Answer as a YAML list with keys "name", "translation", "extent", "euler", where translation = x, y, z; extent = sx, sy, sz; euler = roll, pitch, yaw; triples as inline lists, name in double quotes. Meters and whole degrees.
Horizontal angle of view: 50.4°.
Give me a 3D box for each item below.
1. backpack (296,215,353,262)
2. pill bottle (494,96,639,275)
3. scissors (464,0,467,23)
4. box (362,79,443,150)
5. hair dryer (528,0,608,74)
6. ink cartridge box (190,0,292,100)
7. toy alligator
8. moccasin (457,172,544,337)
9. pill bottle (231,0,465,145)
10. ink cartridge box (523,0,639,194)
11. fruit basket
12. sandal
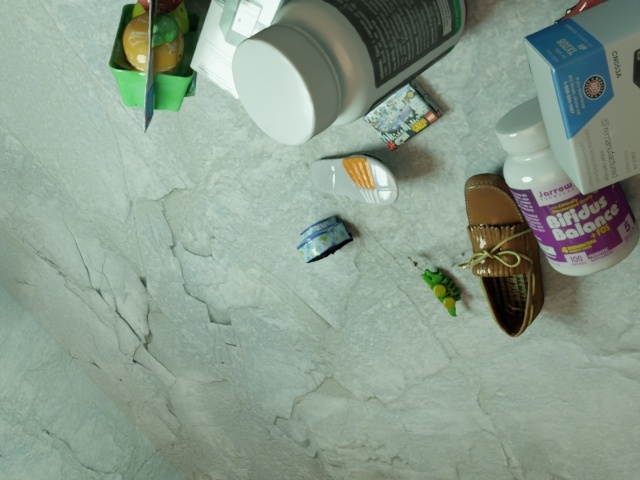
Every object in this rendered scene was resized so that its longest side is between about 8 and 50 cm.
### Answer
- name: "backpack"
  translation: [0.000, 0.000, 1.599]
  extent: [0.105, 0.114, 0.084]
  euler: [-37, 84, 48]
- name: "pill bottle"
  translation: [0.427, -0.098, 1.196]
  extent: [0.169, 0.169, 0.301]
  euler: [-15, 119, 41]
- name: "scissors"
  translation: [0.176, -0.481, 1.122]
  extent: [0.109, 0.021, 0.297]
  euler: [7, 130, 31]
- name: "box"
  translation: [0.160, -0.246, 1.337]
  extent: [0.094, 0.027, 0.137]
  euler: [45, 137, -12]
- name: "hair dryer"
  translation: [0.408, -0.351, 1.044]
  extent: [0.224, 0.080, 0.293]
  euler: [-1, 127, 34]
- name: "ink cartridge box"
  translation: [-0.093, -0.424, 1.201]
  extent: [0.122, 0.211, 0.289]
  euler: [35, 137, 1]
- name: "toy alligator"
  translation: [0.273, 0.095, 1.564]
  extent: [0.051, 0.056, 0.189]
  euler: [-38, 106, 4]
- name: "moccasin"
  translation: [0.362, 0.036, 1.375]
  extent: [0.139, 0.147, 0.380]
  euler: [5, 130, 29]
- name: "pill bottle"
  translation: [0.049, -0.309, 1.074]
  extent: [0.204, 0.361, 0.204]
  euler: [33, 145, 27]
- name: "ink cartridge box"
  translation: [0.476, -0.234, 0.962]
  extent: [0.308, 0.129, 0.223]
  euler: [-22, 123, 9]
- name: "fruit basket"
  translation: [-0.291, -0.431, 1.273]
  extent: [0.166, 0.327, 0.353]
  euler: [9, 136, -15]
- name: "sandal"
  translation: [0.082, -0.144, 1.455]
  extent: [0.265, 0.076, 0.101]
  euler: [16, 124, 49]
